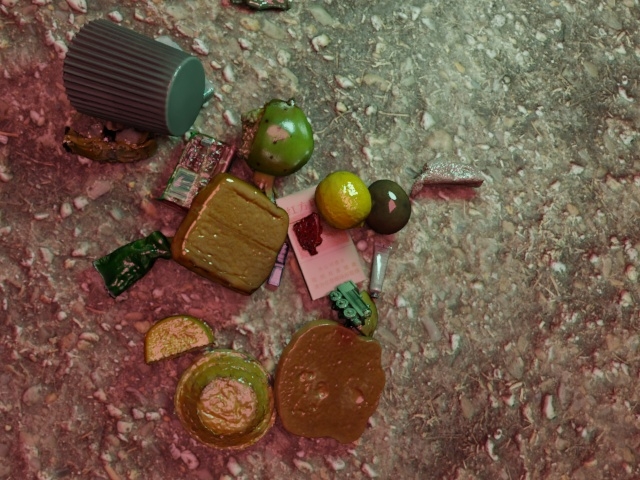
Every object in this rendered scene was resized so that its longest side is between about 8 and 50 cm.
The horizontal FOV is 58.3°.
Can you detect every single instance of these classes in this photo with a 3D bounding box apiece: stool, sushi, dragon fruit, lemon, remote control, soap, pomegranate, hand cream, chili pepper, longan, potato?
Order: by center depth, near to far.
[{"bbox_3d":[-0.555,-0.487,1.760,0.330,0.297,0.297,19,81,9],"label":"stool"},{"bbox_3d":[-0.576,0.056,1.832,0.270,0.099,0.136,-33,64,-5],"label":"chili pepper"},{"bbox_3d":[-0.676,-0.321,1.841,0.290,0.139,0.131,7,75,-6],"label":"sushi"},{"bbox_3d":[0.073,-0.129,1.860,0.180,0.180,0.193,-13,97,-10],"label":"lemon"},{"bbox_3d":[-0.149,-0.298,1.870,0.260,0.260,0.341,8,112,-8],"label":"pomegranate"},{"bbox_3d":[-0.402,-0.213,1.886,0.217,0.098,0.273,23,80,-5],"label":"soap"},{"bbox_3d":[-0.020,-0.021,1.901,0.097,0.063,0.131,-24,87,23],"label":"dragon fruit"},{"bbox_3d":[0.158,0.252,1.926,0.120,0.081,0.149,-44,91,-9],"label":"potato"},{"bbox_3d":[-0.140,0.077,1.929,0.043,0.027,0.153,16,83,-11],"label":"remote control"},{"bbox_3d":[0.222,-0.113,1.933,0.167,0.167,0.187,-23,104,-11],"label":"longan"},{"bbox_3d":[0.200,0.104,1.970,0.067,0.042,0.195,14,70,-5],"label":"hand cream"}]

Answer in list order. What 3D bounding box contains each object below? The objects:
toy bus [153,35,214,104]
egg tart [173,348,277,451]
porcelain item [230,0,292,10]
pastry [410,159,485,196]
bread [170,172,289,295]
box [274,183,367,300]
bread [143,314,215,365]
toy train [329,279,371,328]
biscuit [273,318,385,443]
[{"bbox_3d":[-0.475,-0.564,1.926,0.109,0.091,0.262,-42,92,-21],"label":"toy bus"},{"bbox_3d":[-0.292,0.506,1.802,0.341,0.132,0.342,1,84,-10],"label":"egg tart"},{"bbox_3d":[-0.209,-0.843,2.004,0.215,0.069,0.081,-7,97,-10],"label":"porcelain item"},{"bbox_3d":[0.441,-0.229,2.017,0.265,0.103,0.112,-8,77,-11],"label":"pastry"},{"bbox_3d":[-0.283,-0.022,1.823,0.337,0.148,0.328,29,80,-33],"label":"bread"},{"bbox_3d":[0.000,-0.001,1.946,0.204,0.051,0.365,-21,87,-10],"label":"box"},{"bbox_3d":[-0.453,0.302,1.795,0.228,0.143,0.140,-16,87,-12],"label":"bread"},{"bbox_3d":[0.099,0.208,1.850,0.111,0.071,0.170,-26,43,-15],"label":"toy train"},{"bbox_3d":[0.030,0.455,1.860,0.365,0.062,0.385,17,91,-15],"label":"biscuit"}]
